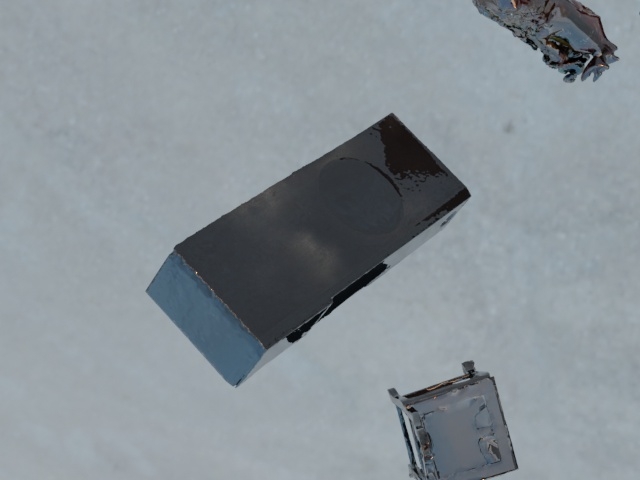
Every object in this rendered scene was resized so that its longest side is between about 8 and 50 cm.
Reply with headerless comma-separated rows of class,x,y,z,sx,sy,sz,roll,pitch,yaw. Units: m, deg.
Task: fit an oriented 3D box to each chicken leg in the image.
chicken leg,0.189,-0.196,1.252,0.234,0.063,0.105,25,-172,-47

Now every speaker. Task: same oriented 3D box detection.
speaker,0.000,0.000,0.881,0.082,0.218,0.044,47,137,10

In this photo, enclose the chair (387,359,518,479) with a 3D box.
chair,0.140,0.205,1.453,0.113,0.106,0.229,-17,-172,-6
